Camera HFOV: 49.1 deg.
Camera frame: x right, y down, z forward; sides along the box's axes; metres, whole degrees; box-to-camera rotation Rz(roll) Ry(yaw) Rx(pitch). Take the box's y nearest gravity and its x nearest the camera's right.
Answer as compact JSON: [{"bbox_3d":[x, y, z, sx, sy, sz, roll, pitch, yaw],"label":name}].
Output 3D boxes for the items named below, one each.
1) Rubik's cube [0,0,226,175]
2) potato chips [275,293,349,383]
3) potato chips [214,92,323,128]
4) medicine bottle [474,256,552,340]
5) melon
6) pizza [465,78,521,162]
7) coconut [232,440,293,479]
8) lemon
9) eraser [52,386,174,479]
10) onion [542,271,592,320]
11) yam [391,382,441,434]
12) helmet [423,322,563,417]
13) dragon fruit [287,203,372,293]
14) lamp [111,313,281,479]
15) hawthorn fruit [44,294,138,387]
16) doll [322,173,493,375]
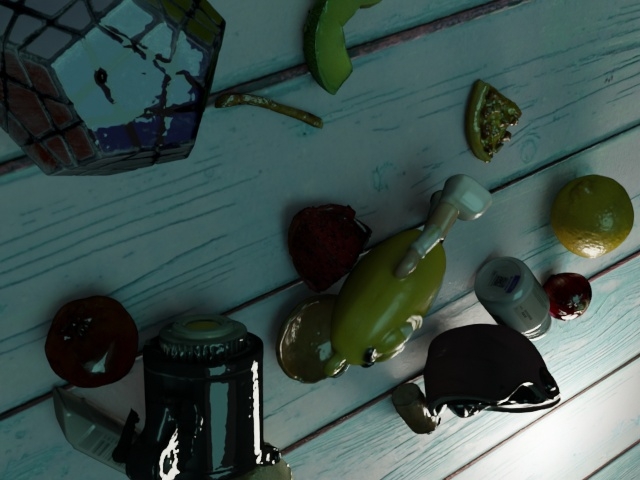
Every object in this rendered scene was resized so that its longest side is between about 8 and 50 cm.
[{"bbox_3d":[-0.272,-0.226,0.894,0.319,0.264,0.319,-14,119,-28],"label":"Rubik's cube"},{"bbox_3d":[-0.006,0.190,1.396,0.195,0.062,0.208,-50,129,1],"label":"potato chips"},{"bbox_3d":[-0.080,-0.220,1.177,0.204,0.026,0.037,5,112,-36],"label":"potato chips"},{"bbox_3d":[0.457,0.144,1.629,0.135,0.135,0.215,-48,129,-4],"label":"medicine bottle"},{"bbox_3d":[0.033,-0.360,1.161,0.118,0.064,0.210,34,89,-38],"label":"melon"},{"bbox_3d":[0.356,-0.251,1.432,0.134,0.046,0.175,-30,125,-18],"label":"pizza"},{"bbox_3d":[-0.140,0.512,1.391,0.194,0.194,0.194,-14,119,-27],"label":"coconut"},{"bbox_3d":[0.627,-0.054,1.618,0.187,0.187,0.244,-47,133,-6],"label":"lemon"},{"bbox_3d":[-0.345,0.371,1.244,0.061,0.089,0.352,-49,130,-7],"label":"eraser"},{"bbox_3d":[0.609,0.136,1.738,0.131,0.131,0.131,-14,119,-27],"label":"onion"},{"bbox_3d":[0.220,0.389,1.628,0.084,0.084,0.127,-41,124,-10],"label":"yam"},{"bbox_3d":[0.378,0.292,1.589,0.338,0.271,0.197,8,64,-34],"label":"helmet"},{"bbox_3d":[0.001,-0.001,1.308,0.161,0.127,0.121,46,41,-15],"label":"dragon fruit"},{"bbox_3d":[-0.193,0.264,1.206,0.374,0.205,0.272,28,68,-70],"label":"lamp"},{"bbox_3d":[-0.358,0.170,1.122,0.148,0.148,0.172,-36,154,-14],"label":"hawthorn fruit"},{"bbox_3d":[0.164,0.058,1.328,0.423,0.161,0.348,-58,168,10],"label":"doll"}]
